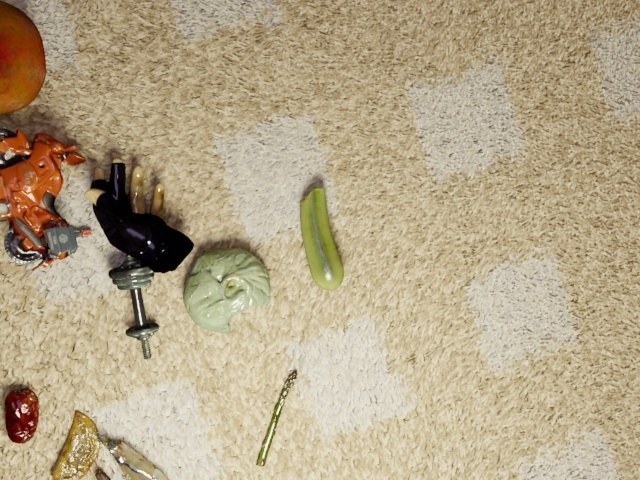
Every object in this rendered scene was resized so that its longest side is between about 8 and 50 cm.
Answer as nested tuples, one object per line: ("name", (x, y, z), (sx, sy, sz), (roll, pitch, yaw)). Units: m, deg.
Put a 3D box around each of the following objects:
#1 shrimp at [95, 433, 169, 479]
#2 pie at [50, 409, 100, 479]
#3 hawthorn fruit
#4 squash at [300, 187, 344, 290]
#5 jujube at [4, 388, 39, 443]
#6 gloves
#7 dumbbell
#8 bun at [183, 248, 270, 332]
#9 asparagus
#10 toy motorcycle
("shrimp", (-0.463, 0.569, 1.795), (0.254, 0.059, 0.145), (41, 96, -10))
("pie", (-0.575, 0.499, 1.791), (0.092, 0.034, 0.170), (24, 82, -4))
("hawthorn fruit", (-0.741, -0.404, 1.630), (0.277, 0.298, 0.277), (-3, 100, -17))
("squash", (0.000, 0.000, 1.830), (0.083, 0.083, 0.250), (-12, 89, -6))
("jujube", (-0.695, 0.410, 1.756), (0.077, 0.077, 0.129), (3, 96, -6))
("gloves", (-0.432, -0.057, 1.730), (0.152, 0.197, 0.301), (-33, 76, 21))
("dumbbell", (-0.429, 0.156, 1.774), (0.110, 0.110, 0.254), (-8, 98, -6))
("bun", (-0.219, 0.121, 1.781), (0.204, 0.126, 0.212), (24, 89, -4))
("asparagus", (-0.107, 0.435, 1.848), (0.025, 0.024, 0.248), (22, 87, -49))
("toy motorcycle", (-0.625, -0.104, 1.699), (0.221, 0.148, 0.325), (-15, 92, -35))
